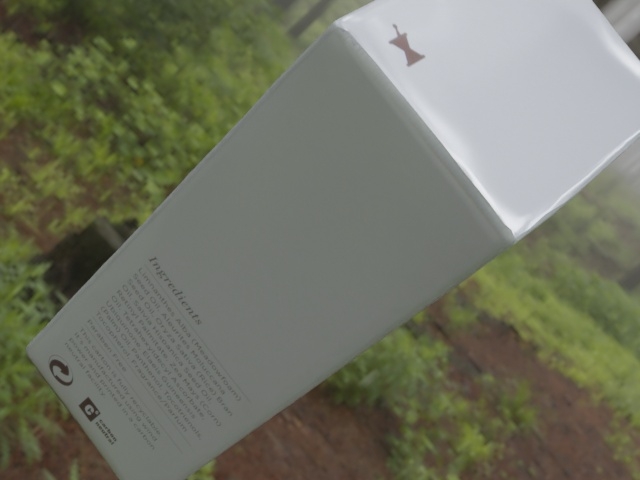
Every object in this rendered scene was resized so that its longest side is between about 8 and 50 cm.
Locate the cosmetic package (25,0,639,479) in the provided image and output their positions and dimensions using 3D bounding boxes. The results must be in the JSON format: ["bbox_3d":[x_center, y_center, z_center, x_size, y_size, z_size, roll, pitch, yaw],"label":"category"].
[{"bbox_3d":[0.000,0.000,0.928,0.161,0.453,0.230,52,45,3],"label":"cosmetic package"}]
